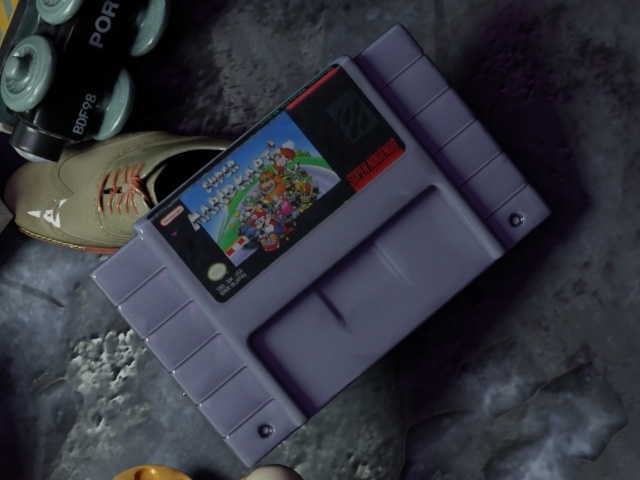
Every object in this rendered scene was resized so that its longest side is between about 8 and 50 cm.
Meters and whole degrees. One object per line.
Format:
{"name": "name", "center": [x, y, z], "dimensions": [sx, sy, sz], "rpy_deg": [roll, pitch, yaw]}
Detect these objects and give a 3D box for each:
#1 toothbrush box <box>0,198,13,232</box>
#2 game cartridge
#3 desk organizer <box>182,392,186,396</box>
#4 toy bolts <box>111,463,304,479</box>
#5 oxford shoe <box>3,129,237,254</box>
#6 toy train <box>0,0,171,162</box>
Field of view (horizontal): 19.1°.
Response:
{"name": "toothbrush box", "center": [-0.478, 0.001, 1.899], "dimensions": [0.295, 0.126, 0.216], "rpy_deg": [-48, 64, 20]}
{"name": "game cartridge", "center": [0.000, 0.000, 1.670], "dimensions": [0.355, 0.068, 0.230], "rpy_deg": [-40, 98, -7]}
{"name": "desk organizer", "center": [-0.082, 0.117, 1.755], "dimensions": [0.050, 0.130, 0.047], "rpy_deg": [-19, 78, 21]}
{"name": "toy bolts", "center": [-0.128, 0.270, 1.677], "dimensions": [0.218, 0.158, 0.228], "rpy_deg": [28, 52, 18]}
{"name": "oxford shoe", "center": [-0.164, -0.055, 1.805], "dimensions": [0.348, 0.130, 0.123], "rpy_deg": [-4, 83, 22]}
{"name": "toy train", "center": [-0.239, -0.243, 1.845], "dimensions": [0.190, 0.142, 0.334], "rpy_deg": [27, 97, 50]}
